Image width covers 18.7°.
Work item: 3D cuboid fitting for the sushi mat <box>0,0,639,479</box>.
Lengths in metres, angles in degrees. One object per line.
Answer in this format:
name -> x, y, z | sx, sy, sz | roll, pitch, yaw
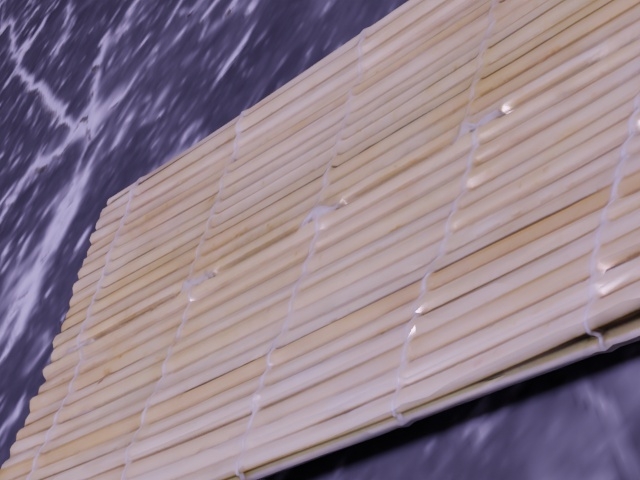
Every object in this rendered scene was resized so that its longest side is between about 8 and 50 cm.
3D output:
sushi mat -> 0.000, 0.000, 0.526 | 0.316, 0.019, 0.151 | -28, 35, 50
